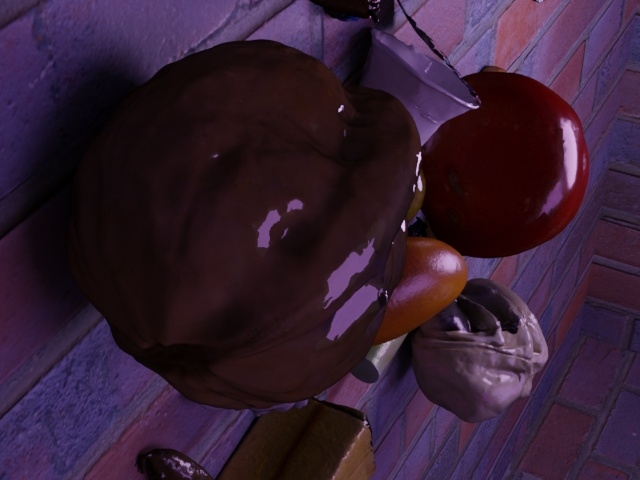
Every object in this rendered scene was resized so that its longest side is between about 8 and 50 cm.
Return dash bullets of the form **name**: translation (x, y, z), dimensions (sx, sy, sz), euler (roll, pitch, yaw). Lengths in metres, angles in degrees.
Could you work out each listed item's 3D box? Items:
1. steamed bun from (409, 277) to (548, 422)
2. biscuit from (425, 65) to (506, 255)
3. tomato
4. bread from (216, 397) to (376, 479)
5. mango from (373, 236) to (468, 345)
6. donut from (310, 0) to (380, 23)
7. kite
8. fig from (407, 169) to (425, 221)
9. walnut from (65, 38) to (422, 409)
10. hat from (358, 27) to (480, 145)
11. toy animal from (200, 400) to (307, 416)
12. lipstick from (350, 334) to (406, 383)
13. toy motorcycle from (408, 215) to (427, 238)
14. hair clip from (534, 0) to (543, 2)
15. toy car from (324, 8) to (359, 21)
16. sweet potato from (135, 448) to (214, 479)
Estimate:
- **steamed bun**: translation (0.313, 0.197, 2.313), dimensions (0.320, 0.275, 0.206), euler (-104, -179, -58)
- **biscuit**: translation (0.322, -0.150, 2.303), dimensions (0.385, 0.062, 0.365), euler (-70, 158, -5)
- **tomato**: translation (0.314, -0.128, 1.988), dimensions (0.293, 0.290, 0.325), euler (15, 78, -67)
- **bread**: translation (-0.048, 0.375, 1.721), dimensions (0.264, 0.168, 0.163), euler (-53, 152, -32)
- **mango**: translation (0.123, 0.071, 1.750), dimensions (0.257, 0.138, 0.187), euler (-22, 139, -20)
- **donut**: translation (0.019, -0.382, 1.338), dimensions (0.085, 0.141, 0.217), euler (-58, 156, -54)
- **kite**: translation (0.167, -0.284, 1.665), dimensions (0.015, 0.245, 0.141), euler (-39, 143, 7)
- **fig**: translation (0.086, -0.081, 1.735), dimensions (0.186, 0.148, 0.142), euler (-130, -127, -76)
- **walnut**: translation (-0.073, -0.023, 1.158), dimensions (0.383, 0.384, 0.383), euler (-48, 148, -45)
- **hat**: translation (0.124, -0.210, 1.680), dimensions (0.126, 0.203, 0.203), euler (-57, 162, 18)
- **toy animal**: translation (-0.090, 0.206, 1.564), dimensions (0.221, 0.104, 0.130), euler (-36, 139, -55)
- **lipstick**: translation (0.143, 0.129, 2.086), dimensions (0.304, 0.076, 0.076), euler (-53, 151, -37)
- **toy motorcycle**: translation (0.110, 0.046, 1.932), dimensions (0.263, 0.091, 0.157), euler (-17, 130, -61)
- **hair clip**: translation (0.278, -0.488, 1.752), dimensions (0.310, 0.206, 0.194), euler (-33, 140, -59)
- **toy car**: translation (0.042, -0.370, 1.487), dimensions (0.103, 0.063, 0.216), euler (-62, 155, -24)
- **sweet potato**: translation (-0.167, 0.435, 1.549), dimensions (0.130, 0.130, 0.422), euler (-44, 138, -49)
